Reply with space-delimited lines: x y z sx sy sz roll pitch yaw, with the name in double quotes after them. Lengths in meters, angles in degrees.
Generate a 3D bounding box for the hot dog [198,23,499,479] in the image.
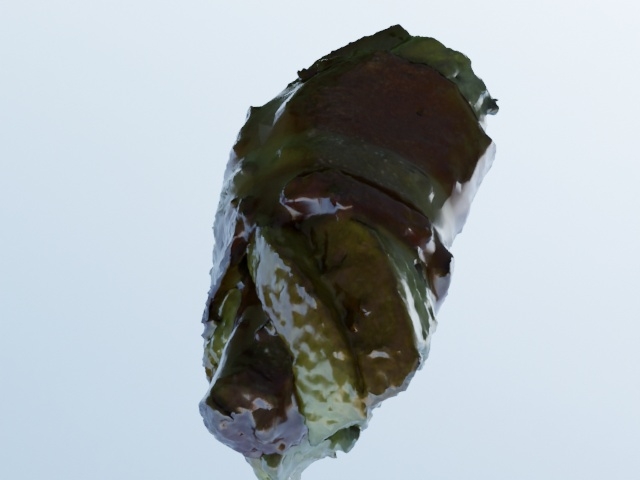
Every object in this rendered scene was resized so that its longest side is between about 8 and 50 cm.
0.000 0.000 0.575 0.103 0.146 0.213 30 -140 -7 "hot dog"
